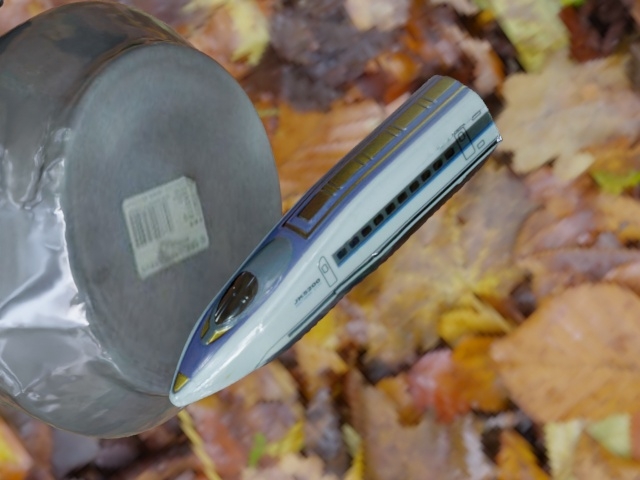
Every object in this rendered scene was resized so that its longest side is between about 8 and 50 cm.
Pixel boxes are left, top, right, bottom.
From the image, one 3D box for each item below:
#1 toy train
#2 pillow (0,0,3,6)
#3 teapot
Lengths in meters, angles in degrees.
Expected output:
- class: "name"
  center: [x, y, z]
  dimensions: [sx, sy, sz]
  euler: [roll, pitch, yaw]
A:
- class: "toy train"
  center: [0.000, 0.001, 1.029]
  dimensions: [0.055, 0.252, 0.048]
  euler: [30, 157, 43]
- class: "pillow"
  center: [-0.256, -0.203, 1.256]
  dimensions: [0.055, 0.091, 0.136]
  euler: [48, 153, 24]
- class: "teapot"
  center: [-0.259, 0.001, 1.274]
  dimensions: [0.361, 0.376, 0.305]
  euler: [-3, 105, 35]
